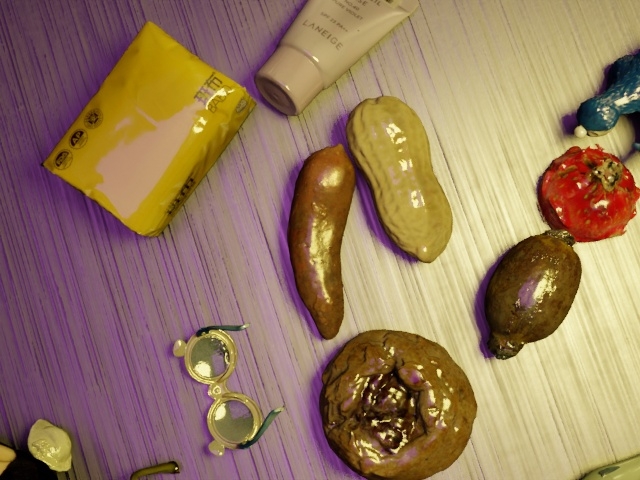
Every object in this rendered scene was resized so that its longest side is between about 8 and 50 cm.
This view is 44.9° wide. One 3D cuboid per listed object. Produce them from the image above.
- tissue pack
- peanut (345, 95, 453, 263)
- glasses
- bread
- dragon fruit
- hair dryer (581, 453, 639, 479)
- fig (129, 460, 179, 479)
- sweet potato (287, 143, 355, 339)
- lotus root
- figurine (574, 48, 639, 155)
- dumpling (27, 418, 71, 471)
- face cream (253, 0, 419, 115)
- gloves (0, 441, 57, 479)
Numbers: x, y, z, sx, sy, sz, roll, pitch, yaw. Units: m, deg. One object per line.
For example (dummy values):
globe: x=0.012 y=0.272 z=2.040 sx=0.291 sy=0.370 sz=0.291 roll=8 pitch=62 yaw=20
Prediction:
tissue pack: x=-0.251 y=-0.161 z=1.160 sx=0.192 sy=0.134 sz=0.271 roll=34 pitch=88 yaw=5
peanut: x=0.122 y=-0.091 z=1.142 sx=0.123 sy=0.123 sz=0.257 roll=-23 pitch=94 yaw=1
glasses: x=-0.105 y=0.196 z=1.097 sx=0.088 sy=0.220 sz=0.190 roll=-16 pitch=80 yaw=-37
bread: x=0.107 y=0.241 z=1.107 sx=0.230 sy=0.123 sz=0.230 roll=0 pitch=87 yaw=2
dragon fruit: x=0.395 y=-0.069 z=1.125 sx=0.153 sy=0.111 sz=0.153 roll=-1 pitch=83 yaw=7
hair dryer: x=0.462 y=0.350 z=1.055 sx=0.167 sy=0.199 sz=0.067 roll=-34 pitch=114 yaw=-22
fig: x=-0.281 y=0.422 z=1.100 sx=0.148 sy=0.142 sz=0.186 roll=8 pitch=95 yaw=-15
sweet potato: x=-0.001 y=0.001 z=1.156 sx=0.097 sy=0.097 sz=0.292 roll=4 pitch=94 yaw=4
lotus root: x=0.301 y=0.077 z=1.115 sx=0.120 sy=0.120 sz=0.209 roll=28 pitch=86 yaw=6
figurine: x=0.481 y=-0.225 z=1.113 sx=0.262 sy=0.121 sz=0.164 roll=-38 pitch=50 yaw=-14
dumpling: x=-0.404 y=0.307 z=1.162 sx=0.052 sy=0.057 sz=0.076 roll=-4 pitch=85 yaw=3
face cream: x=0.016 y=-0.316 z=1.190 sx=0.154 sy=0.096 sz=0.274 roll=35 pitch=74 yaw=9
gloves: x=-0.448 y=0.368 z=1.085 sx=0.301 sy=0.152 sz=0.197 roll=30 pitch=130 yaw=25
